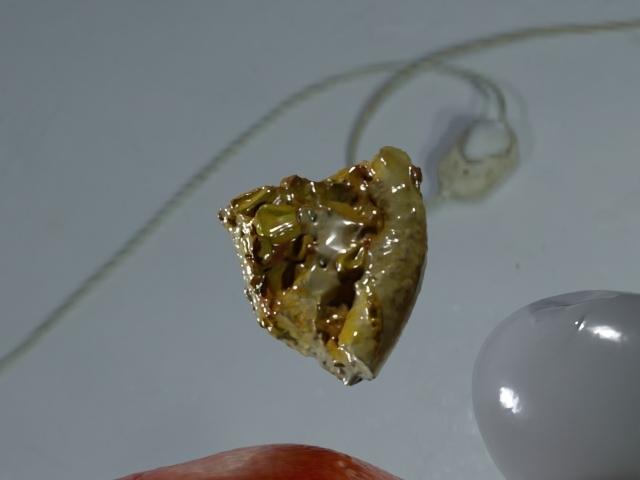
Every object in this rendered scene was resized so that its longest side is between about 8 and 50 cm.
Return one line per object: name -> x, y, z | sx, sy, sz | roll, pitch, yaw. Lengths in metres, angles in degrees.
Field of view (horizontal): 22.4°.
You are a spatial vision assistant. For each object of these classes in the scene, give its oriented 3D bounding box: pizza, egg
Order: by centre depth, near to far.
egg -> 0.206, 0.122, 1.034 | 0.232, 0.176, 0.176 | 32, 72, 15
pizza -> 0.000, 0.000, 1.145 | 0.161, 0.062, 0.182 | 17, 61, 15

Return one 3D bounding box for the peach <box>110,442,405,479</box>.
peach -> -0.030, 0.257, 0.874 | 0.372, 0.372, 0.290 | -13, 86, 0
